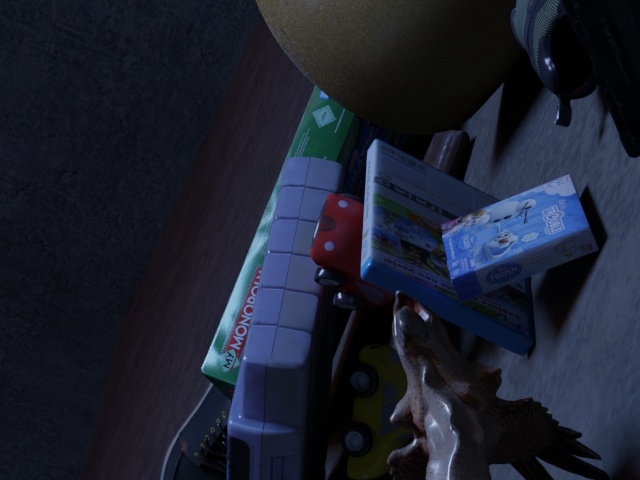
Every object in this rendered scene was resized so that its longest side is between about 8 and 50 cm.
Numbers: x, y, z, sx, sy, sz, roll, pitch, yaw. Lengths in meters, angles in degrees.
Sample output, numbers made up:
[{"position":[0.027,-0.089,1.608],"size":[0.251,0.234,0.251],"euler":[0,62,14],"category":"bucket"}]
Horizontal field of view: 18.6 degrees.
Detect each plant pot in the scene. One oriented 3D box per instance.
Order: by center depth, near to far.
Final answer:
[{"position":[0.109,-0.244,1.436],"size":[0.254,0.237,0.237],"euler":[-40,27,45],"category":"plant pot"}]

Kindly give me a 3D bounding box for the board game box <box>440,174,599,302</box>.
[{"position":[0.121,-0.002,1.206],"size":[0.090,0.090,0.020],"euler":[-93,-19,-68],"category":"board game box"}]

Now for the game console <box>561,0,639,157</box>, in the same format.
[{"position":[0.179,-0.115,1.077],"size":[0.071,0.122,0.107],"euler":[-29,7,-38],"category":"game console"}]

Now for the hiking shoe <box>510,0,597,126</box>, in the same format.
[{"position":[0.195,-0.180,1.217],"size":[0.114,0.086,0.227],"euler":[-100,24,-47],"category":"hiking shoe"}]

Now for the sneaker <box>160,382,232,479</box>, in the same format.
[{"position":[-0.103,0.212,2.001],"size":[0.118,0.083,0.222],"euler":[-143,76,-80],"category":"sneaker"}]

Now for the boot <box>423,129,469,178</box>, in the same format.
[{"position":[0.083,-0.031,1.608],"size":[0.106,0.037,0.114],"euler":[-33,38,52],"category":"boot"}]

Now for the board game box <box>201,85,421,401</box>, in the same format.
[{"position":[0.000,0.000,1.683],"size":[0.213,0.046,0.317],"euler":[59,-129,-69],"category":"board game box"}]

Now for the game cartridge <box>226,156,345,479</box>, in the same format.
[{"position":[-0.029,0.144,1.460],"size":[0.230,0.068,0.355],"euler":[-73,-11,-49],"category":"game cartridge"}]

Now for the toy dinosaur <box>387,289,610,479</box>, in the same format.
[{"position":[0.072,0.189,0.960],"size":[0.200,0.127,0.296],"euler":[-79,-1,-80],"category":"toy dinosaur"}]

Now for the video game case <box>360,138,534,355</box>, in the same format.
[{"position":[0.082,0.002,1.279],"size":[0.015,0.119,0.166],"euler":[-57,14,28],"category":"video game case"}]

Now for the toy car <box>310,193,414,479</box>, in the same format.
[{"position":[0.067,0.028,1.392],"size":[0.225,0.053,0.239],"euler":[-56,-34,-47],"category":"toy car"}]
